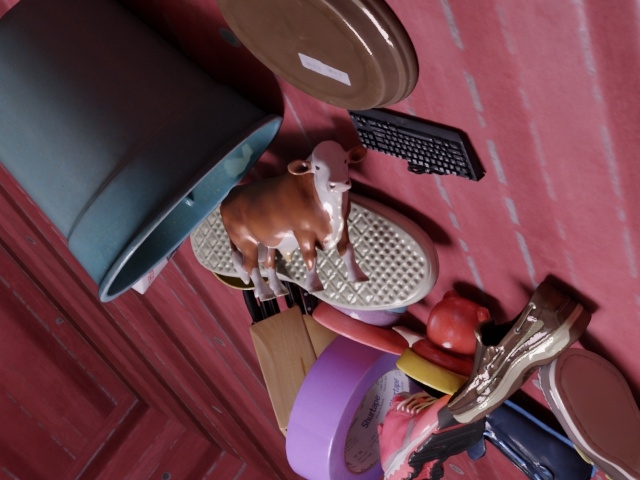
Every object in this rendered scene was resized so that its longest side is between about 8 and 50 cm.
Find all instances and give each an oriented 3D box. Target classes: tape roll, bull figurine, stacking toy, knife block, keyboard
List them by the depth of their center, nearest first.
[{"bbox_3d":[0.115,-0.108,1.611,0.180,0.023,0.108,22,157,40],"label":"keyboard"},{"bbox_3d":[-0.028,-0.023,1.796,0.310,0.101,0.188,-12,90,56],"label":"bull figurine"},{"bbox_3d":[0.166,0.121,2.019,0.309,0.130,0.279,27,-173,37],"label":"stacking toy"},{"bbox_3d":[0.061,0.280,2.209,0.090,0.275,0.275,23,158,31],"label":"tape roll"},{"bbox_3d":[-0.072,0.188,2.285,0.242,0.276,0.088,17,156,28],"label":"knife block"}]

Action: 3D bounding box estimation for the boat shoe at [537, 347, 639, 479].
[{"bbox_3d":[0.389,0.253,1.853,0.324,0.116,0.096,41,159,-30],"label":"boat shoe"}]

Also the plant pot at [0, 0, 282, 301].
[{"bbox_3d":[-0.284,-0.156,1.789,0.334,0.341,0.341,45,162,3],"label":"plant pot"}]

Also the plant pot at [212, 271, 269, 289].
[{"bbox_3d":[-0.110,0.011,2.173,0.134,0.134,0.095,34,-174,9],"label":"plant pot"}]

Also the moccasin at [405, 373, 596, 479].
[{"bbox_3d":[0.271,0.304,2.137,0.342,0.117,0.138,32,178,16],"label":"moccasin"}]

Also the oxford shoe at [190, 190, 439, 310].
[{"bbox_3d":[0.000,0.000,1.940,0.449,0.169,0.130,7,-170,43],"label":"oxford shoe"}]

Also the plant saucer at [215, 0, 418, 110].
[{"bbox_3d":[-0.016,-0.239,1.505,0.278,0.041,0.278,31,161,12],"label":"plant saucer"}]

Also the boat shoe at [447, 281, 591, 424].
[{"bbox_3d":[0.241,0.142,1.769,0.095,0.095,0.257,43,124,-1],"label":"boat shoe"}]

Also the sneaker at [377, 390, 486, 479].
[{"bbox_3d":[0.148,0.284,2.065,0.314,0.116,0.136,119,135,-56],"label":"sneaker"}]

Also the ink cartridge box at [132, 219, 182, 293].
[{"bbox_3d":[-0.243,-0.055,2.041,0.100,0.237,0.172,34,162,9],"label":"ink cartridge box"}]
